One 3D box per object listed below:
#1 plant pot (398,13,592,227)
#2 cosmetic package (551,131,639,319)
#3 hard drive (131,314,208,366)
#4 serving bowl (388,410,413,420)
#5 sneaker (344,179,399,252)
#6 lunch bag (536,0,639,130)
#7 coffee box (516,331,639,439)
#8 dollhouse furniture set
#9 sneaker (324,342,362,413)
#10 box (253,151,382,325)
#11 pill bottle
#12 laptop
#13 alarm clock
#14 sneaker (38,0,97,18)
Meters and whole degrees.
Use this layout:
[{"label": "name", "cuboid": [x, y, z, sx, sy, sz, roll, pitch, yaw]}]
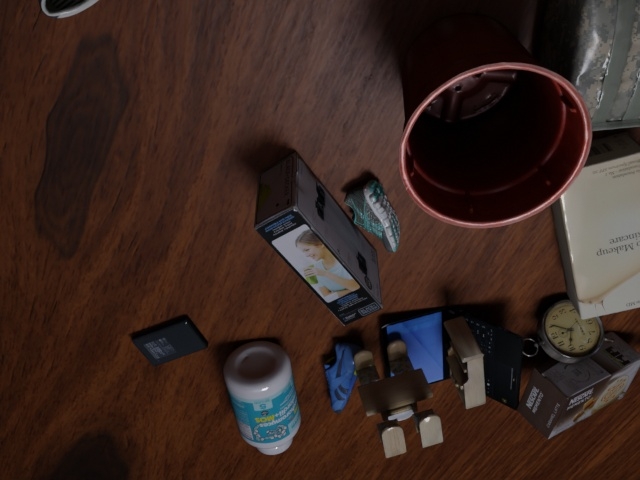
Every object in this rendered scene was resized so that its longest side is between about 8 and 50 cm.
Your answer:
[{"label": "plant pot", "cuboid": [0.242, -0.206, 1.160, 0.273, 0.265, 0.272, -1, 129, -1]}, {"label": "cosmetic package", "cuboid": [0.519, -0.024, 1.378, 0.160, 0.113, 0.309, -15, 114, 9]}, {"label": "hard drive", "cuboid": [-0.323, 0.218, 1.620, 0.135, 0.022, 0.094, -20, 127, 13]}, {"label": "serving bowl", "cuboid": [0.182, 0.391, 1.781, 0.083, 0.027, 0.083, -2, 128, -2]}, {"label": "sneaker", "cuboid": [0.099, -0.043, 1.423, 0.076, 0.065, 0.166, -10, 127, 26]}, {"label": "lunch bag", "cuboid": [0.500, -0.304, 1.163, 0.287, 0.169, 0.235, -6, 125, -8]}, {"label": "coffee box", "cuboid": [0.562, 0.310, 1.625, 0.247, 0.098, 0.141, -16, 133, -29]}, {"label": "dollhouse furniture set", "cuboid": [0.196, 0.275, 1.504, 0.242, 0.212, 0.161, -16, 129, -4]}, {"label": "sneaker", "cuboid": [0.043, 0.304, 1.688, 0.082, 0.069, 0.209, 20, 129, 5]}, {"label": "box", "cuboid": [0.000, 0.000, 1.375, 0.087, 0.169, 0.290, -27, 126, 20]}, {"label": "pill bottle", "cuboid": [-0.122, 0.359, 1.665, 0.146, 0.146, 0.264, -7, 129, 2]}, {"label": "laptop", "cuboid": [0.283, 0.274, 1.619, 0.264, 0.136, 0.234, 23, 139, 33]}, {"label": "alarm clock", "cuboid": [0.504, 0.198, 1.574, 0.192, 0.129, 0.064, -18, 159, -11]}, {"label": "sneaker", "cuboid": [-0.304, -0.405, 1.082, 0.258, 0.091, 0.094, -36, 122, 23]}]
